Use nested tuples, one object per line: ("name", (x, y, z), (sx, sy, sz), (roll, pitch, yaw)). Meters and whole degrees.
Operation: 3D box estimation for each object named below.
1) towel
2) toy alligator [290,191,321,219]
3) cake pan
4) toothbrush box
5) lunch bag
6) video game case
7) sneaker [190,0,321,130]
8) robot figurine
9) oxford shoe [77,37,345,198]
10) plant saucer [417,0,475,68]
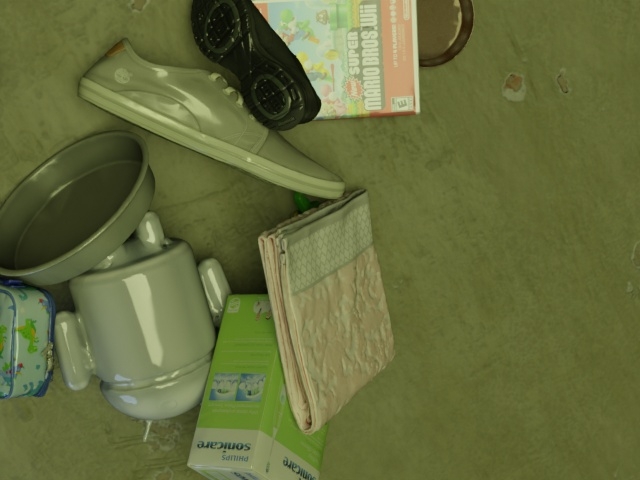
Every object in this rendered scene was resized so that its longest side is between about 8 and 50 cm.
("towel", (0.024, 0.101, 1.793), (0.053, 0.332, 0.317), (-4, 103, 28))
("toy alligator", (0.000, 0.000, 1.891), (0.051, 0.056, 0.190), (-34, 110, -49))
("cake pan", (-0.368, -0.045, 1.681), (0.293, 0.293, 0.054), (-39, 126, -5))
("toothbrush box", (-0.078, 0.251, 1.765), (0.206, 0.122, 0.283), (46, 47, -51))
("lunch bag", (-0.490, 0.141, 1.705), (0.090, 0.219, 0.176), (0, 95, -48))
("video game case", (0.019, -0.300, 1.841), (0.285, 0.025, 0.204), (-4, 100, -6))
("sneaker", (-0.100, -0.292, 1.767), (0.109, 0.130, 0.286), (-35, 80, 25))
("robot figurine", (-0.270, 0.129, 1.764), (0.299, 0.199, 0.354), (-18, 102, -20))
("oxford shoe", (-0.154, -0.186, 1.762), (0.449, 0.169, 0.130), (25, 88, -9))
("plant saucer", (0.175, -0.373, 1.884), (0.168, 0.029, 0.169), (-2, 100, -13))
